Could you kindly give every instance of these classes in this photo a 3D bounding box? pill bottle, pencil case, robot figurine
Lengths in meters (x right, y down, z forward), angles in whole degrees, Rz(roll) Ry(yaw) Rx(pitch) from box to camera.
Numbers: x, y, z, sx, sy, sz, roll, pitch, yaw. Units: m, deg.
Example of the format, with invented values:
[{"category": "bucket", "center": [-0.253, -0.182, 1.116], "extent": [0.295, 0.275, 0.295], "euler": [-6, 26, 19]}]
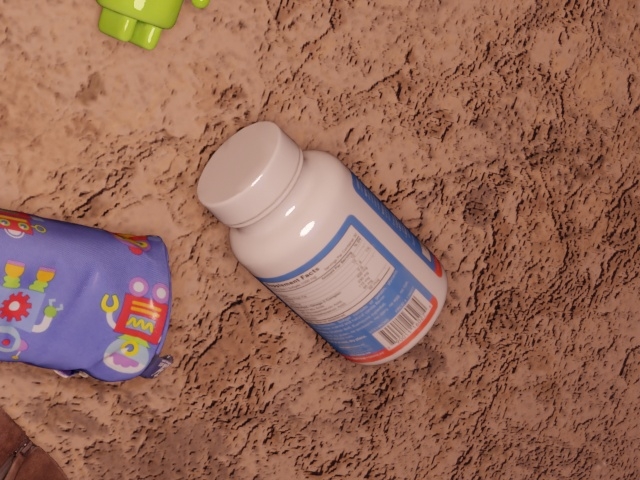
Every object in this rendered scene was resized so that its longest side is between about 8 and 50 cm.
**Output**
[{"category": "pill bottle", "center": [0.000, 0.000, 1.283], "extent": [0.124, 0.124, 0.221], "euler": [-49, 121, -6]}, {"category": "pencil case", "center": [-0.264, 0.036, 1.161], "extent": [0.306, 0.119, 0.133], "euler": [12, 109, -30]}, {"category": "robot figurine", "center": [-0.135, -0.211, 1.176], "extent": [0.101, 0.067, 0.115], "euler": [15, 98, -41]}]

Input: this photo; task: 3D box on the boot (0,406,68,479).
[{"category": "boot", "center": [-0.346, 0.201, 1.209], "extent": [0.207, 0.090, 0.248], "euler": [-52, 121, -18]}]
